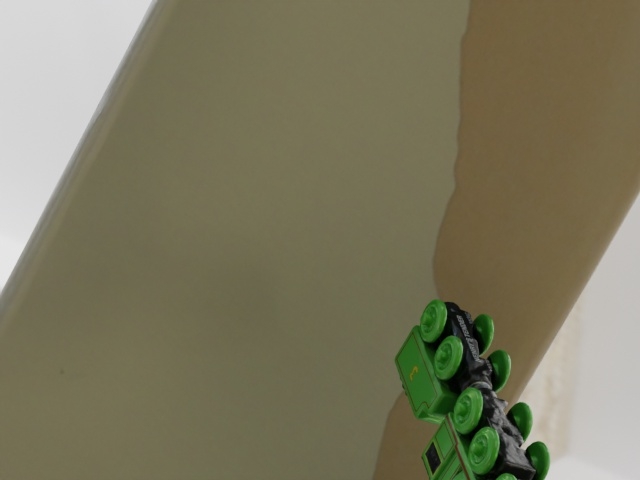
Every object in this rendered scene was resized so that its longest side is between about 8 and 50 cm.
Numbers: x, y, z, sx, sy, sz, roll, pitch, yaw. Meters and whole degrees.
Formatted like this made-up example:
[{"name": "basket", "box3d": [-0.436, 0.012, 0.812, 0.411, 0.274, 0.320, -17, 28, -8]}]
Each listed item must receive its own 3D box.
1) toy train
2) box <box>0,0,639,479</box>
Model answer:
[{"name": "toy train", "box3d": [0.032, 0.042, 0.367, 0.024, 0.017, 0.083, -60, -153, 27]}, {"name": "box", "box3d": [0.000, 0.000, 0.494, 0.121, 0.148, 0.311, 29, -78, 1]}]
